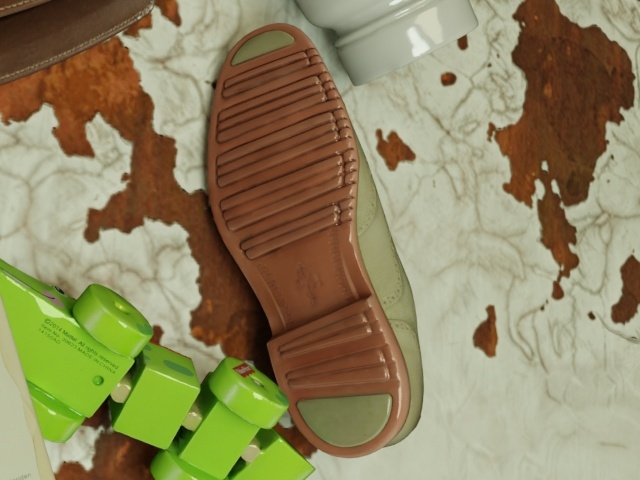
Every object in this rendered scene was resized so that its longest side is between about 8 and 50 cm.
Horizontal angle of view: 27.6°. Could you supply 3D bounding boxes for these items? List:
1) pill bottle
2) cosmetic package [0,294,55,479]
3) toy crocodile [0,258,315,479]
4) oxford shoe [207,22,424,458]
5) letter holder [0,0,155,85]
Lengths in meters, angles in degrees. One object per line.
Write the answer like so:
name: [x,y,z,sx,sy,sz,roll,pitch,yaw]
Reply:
pill bottle: [0.029,-0.300,1.224,0.160,0.160,0.283,-33,100,-36]
cosmetic package: [-0.293,0.083,0.906,0.113,0.160,0.309,-15,90,-38]
toy crocodile: [-0.142,0.118,1.046,0.341,0.105,0.115,31,98,-21]
oxford shoe: [0.000,0.000,1.183,0.146,0.141,0.397,14,62,-67]
letter holder: [-0.247,-0.243,1.017,0.302,0.152,0.214,-29,100,-37]
